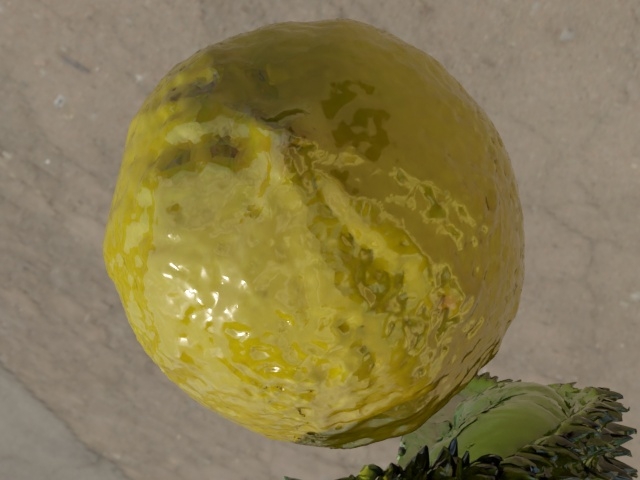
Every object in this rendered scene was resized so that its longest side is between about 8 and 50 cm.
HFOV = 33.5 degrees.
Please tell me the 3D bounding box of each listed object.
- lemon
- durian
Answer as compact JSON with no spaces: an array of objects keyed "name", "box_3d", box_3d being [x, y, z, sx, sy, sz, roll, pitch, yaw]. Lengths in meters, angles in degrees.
[{"name":"lemon","box_3d":[-0.001,0.000,0.449,0.181,0.180,0.193,20,-172,9]},{"name":"durian","box_3d":[0.105,0.169,0.659,0.169,0.158,0.352,6,-172,21]}]
